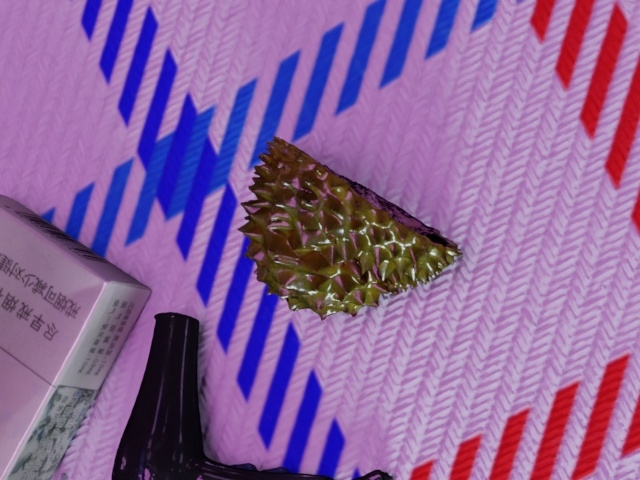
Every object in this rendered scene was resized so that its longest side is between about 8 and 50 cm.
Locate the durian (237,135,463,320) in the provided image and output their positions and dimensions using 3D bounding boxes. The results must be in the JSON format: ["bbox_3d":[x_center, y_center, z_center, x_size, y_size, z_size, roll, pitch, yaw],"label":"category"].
[{"bbox_3d":[-0.001,0.003,1.421,0.187,0.119,0.108,32,94,24],"label":"durian"}]

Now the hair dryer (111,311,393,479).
[{"bbox_3d":[-0.049,0.158,1.469,0.219,0.075,0.195,4,76,16],"label":"hair dryer"}]

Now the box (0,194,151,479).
[{"bbox_3d":[-0.268,0.108,1.564,0.164,0.069,0.256,32,97,25],"label":"box"}]

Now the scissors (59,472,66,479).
[{"bbox_3d":[-0.216,0.227,1.559,0.036,0.006,0.083,13,90,28],"label":"scissors"}]
